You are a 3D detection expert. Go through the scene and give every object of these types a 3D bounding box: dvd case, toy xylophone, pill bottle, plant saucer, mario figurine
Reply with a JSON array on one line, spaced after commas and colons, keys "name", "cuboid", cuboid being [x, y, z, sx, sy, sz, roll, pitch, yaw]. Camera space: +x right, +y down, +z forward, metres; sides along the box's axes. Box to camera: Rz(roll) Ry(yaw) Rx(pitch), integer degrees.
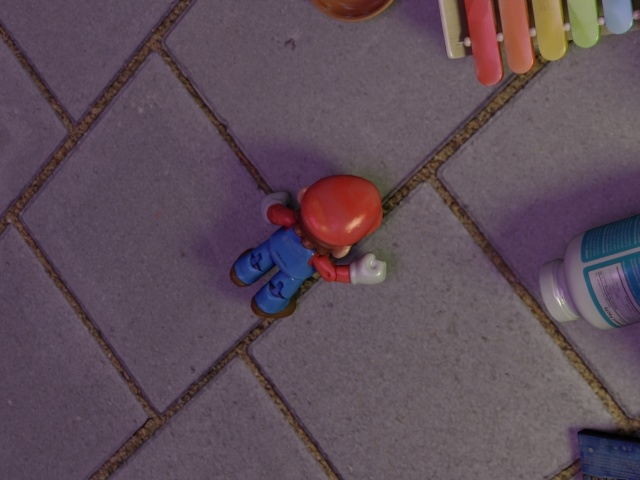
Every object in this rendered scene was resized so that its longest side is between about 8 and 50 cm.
[{"name": "dvd case", "cuboid": [0.468, 0.411, 1.922, 0.180, 0.022, 0.253, 2, 102, 50]}, {"name": "toy xylophone", "cuboid": [0.313, -0.362, 1.832, 0.323, 0.081, 0.236, -14, 95, 33]}, {"name": "pill bottle", "cuboid": [0.441, 0.039, 1.810, 0.264, 0.146, 0.146, -19, 91, 33]}, {"name": "plant saucer", "cuboid": [0.053, -0.438, 2.004, 0.200, 0.037, 0.199, 8, 105, 31]}, {"name": "mario figurine", "cuboid": [0.000, 0.000, 2.113, 0.198, 0.170, 0.320, 32, 135, -19]}]
